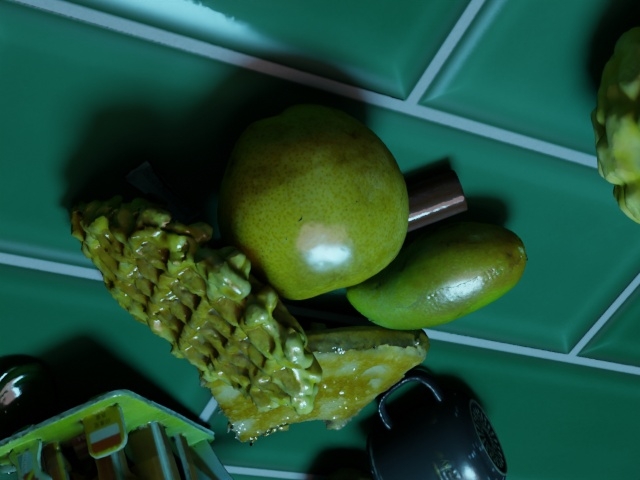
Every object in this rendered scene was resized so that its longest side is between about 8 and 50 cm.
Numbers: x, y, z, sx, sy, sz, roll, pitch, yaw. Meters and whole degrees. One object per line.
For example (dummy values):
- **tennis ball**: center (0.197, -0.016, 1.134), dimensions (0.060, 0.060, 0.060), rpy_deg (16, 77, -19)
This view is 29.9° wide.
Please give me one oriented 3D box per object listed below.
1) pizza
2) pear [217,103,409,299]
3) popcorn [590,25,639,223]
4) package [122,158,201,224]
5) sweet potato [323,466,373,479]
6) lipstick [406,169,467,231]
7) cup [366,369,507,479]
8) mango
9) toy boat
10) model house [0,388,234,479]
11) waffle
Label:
- **pizza**: center (-0.024, 0.175, 1.573), dimensions (0.323, 0.089, 0.223), rpy_deg (-5, 145, -24)
- **pear**: center (-0.012, -0.045, 1.282), dimensions (0.208, 0.209, 0.209), rpy_deg (-10, 136, -10)
- **popcorn**: center (0.482, -0.113, 1.290), dimensions (0.349, 0.382, 0.349), rpy_deg (-7, 118, -13)
- **package**: center (-0.176, -0.050, 1.344), dimensions (0.037, 0.015, 0.110), rpy_deg (-30, 135, 12)
- **sweet potato**: center (0.053, 0.472, 1.881), dimensions (0.130, 0.130, 0.423), rpy_deg (-13, 142, -8)
- **lipstick**: center (0.000, 0.000, 1.431), dimensions (0.356, 0.057, 0.057), rpy_deg (-20, 137, 0)
- **cup**: center (0.153, 0.294, 1.728), dimensions (0.176, 0.169, 0.223), rpy_deg (-27, 102, 18)
- **mango**: center (0.142, 0.045, 1.494), dimensions (0.232, 0.111, 0.125), rpy_deg (-14, 126, 12)
- **toy boat**: center (-0.385, 0.233, 1.527), dimensions (0.104, 0.052, 0.210), rpy_deg (-13, 138, -31)
- **model house**: center (-0.177, 0.363, 1.491), dimensions (0.340, 0.324, 0.300), rpy_deg (-24, 155, 9)
- **waffle**: center (-0.134, 0.066, 1.298), dimensions (0.068, 0.325, 0.302), rpy_deg (-51, 133, -27)
